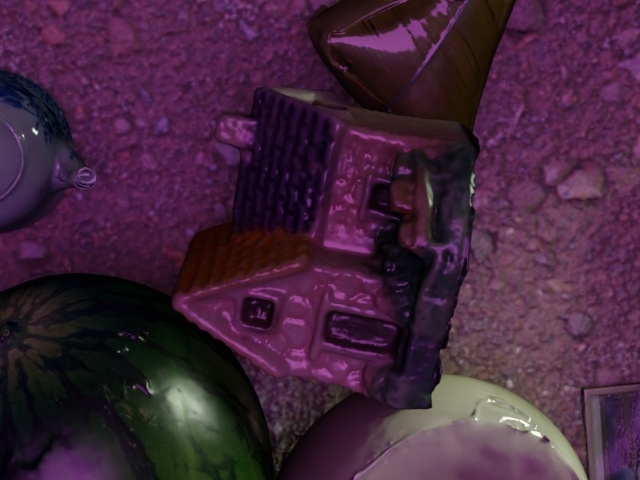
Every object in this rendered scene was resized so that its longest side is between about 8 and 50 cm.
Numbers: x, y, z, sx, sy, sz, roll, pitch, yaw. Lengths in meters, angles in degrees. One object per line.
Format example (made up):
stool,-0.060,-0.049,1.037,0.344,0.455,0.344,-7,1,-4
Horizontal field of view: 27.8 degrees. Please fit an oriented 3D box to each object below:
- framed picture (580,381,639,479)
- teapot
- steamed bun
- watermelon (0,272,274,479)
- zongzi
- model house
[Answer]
framed picture,0.327,0.219,1.337,0.109,0.011,0.149,-6,97,-4
teapot,-0.315,-0.080,1.184,0.232,0.159,0.158,10,96,-6
steamed bun,0.100,0.283,1.225,0.324,0.206,0.324,-1,95,-13
watermelon,-0.201,0.204,1.123,0.363,0.363,0.363,-1,97,-4
zongzi,0.143,-0.167,1.231,0.228,0.115,0.256,-37,104,-3
model house,0.000,0.000,1.130,0.238,0.202,0.236,11,112,-1
